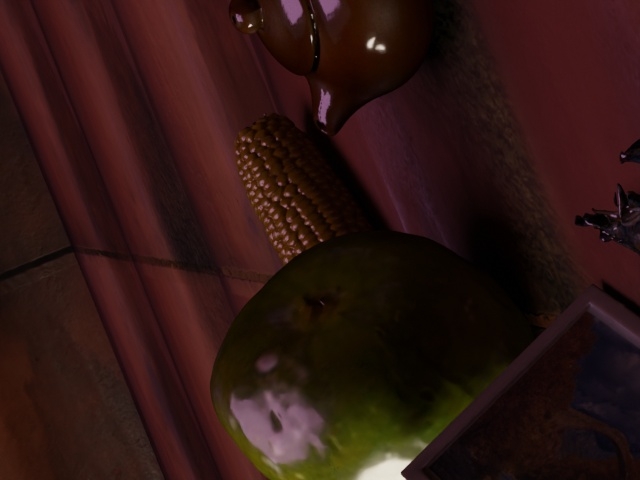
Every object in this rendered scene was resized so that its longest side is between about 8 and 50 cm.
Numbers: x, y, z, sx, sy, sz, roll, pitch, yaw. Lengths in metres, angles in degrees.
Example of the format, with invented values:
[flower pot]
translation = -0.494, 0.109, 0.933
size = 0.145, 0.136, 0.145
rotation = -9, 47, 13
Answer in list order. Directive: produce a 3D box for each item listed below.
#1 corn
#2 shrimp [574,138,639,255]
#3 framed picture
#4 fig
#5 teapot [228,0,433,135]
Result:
[corn]
translation = 0.003, 0.000, 1.557
size = 0.091, 0.091, 0.260
rotation = 13, -138, -57
[shrimp]
translation = 0.200, -0.024, 1.017
size = 0.161, 0.034, 0.091
rotation = 8, 108, 64
[framed picture]
translation = 0.171, 0.139, 1.068
size = 0.016, 0.184, 0.250
rotation = 47, 178, -34
[fig]
translation = 0.066, 0.119, 1.326
size = 0.233, 0.233, 0.314
rotation = 57, -168, 30
[teapot]
translation = -0.008, -0.199, 1.251
size = 0.178, 0.135, 0.252
rotation = 21, 133, 63
